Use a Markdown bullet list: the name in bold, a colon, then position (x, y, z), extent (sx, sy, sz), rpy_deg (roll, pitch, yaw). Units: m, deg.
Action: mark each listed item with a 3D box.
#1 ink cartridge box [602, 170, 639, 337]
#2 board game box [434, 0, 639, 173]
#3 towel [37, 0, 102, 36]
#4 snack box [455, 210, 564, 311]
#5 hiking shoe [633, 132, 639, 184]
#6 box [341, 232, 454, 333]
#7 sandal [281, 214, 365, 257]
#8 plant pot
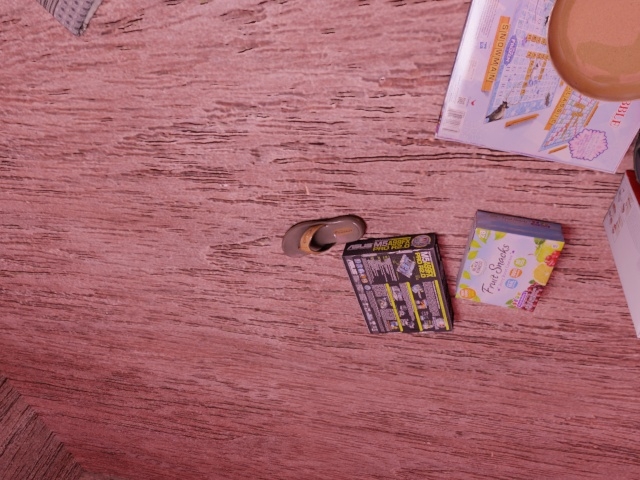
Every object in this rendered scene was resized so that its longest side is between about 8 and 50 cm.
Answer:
- **ink cartridge box**: position (0.654, 0.029, 0.826), extent (0.272, 0.309, 0.130), rpy_deg (8, 130, 11)
- **board game box**: position (0.381, -0.287, 0.813), extent (0.318, 0.065, 0.318), rpy_deg (14, 131, 6)
- **towel**: position (-0.478, -0.579, 0.868), extent (0.312, 0.056, 0.324), rpy_deg (44, 130, -15)
- **snack box**: position (0.398, 0.048, 1.082), extent (0.175, 0.070, 0.207), rpy_deg (11, 130, 9)
- **hiking shoe**: position (0.569, -0.173, 0.790), extent (0.086, 0.114, 0.226), rpy_deg (13, 115, 12)
- **box**: position (0.192, 0.112, 1.209), extent (0.217, 0.060, 0.270), rpy_deg (-7, 126, 22)
- **sandal**: position (0.000, 0.000, 1.176), extent (0.220, 0.060, 0.089), rpy_deg (-10, 124, 25)
- **plant pot**: position (0.445, -0.313, 0.707), extent (0.237, 0.032, 0.236), rpy_deg (8, 130, 10)
